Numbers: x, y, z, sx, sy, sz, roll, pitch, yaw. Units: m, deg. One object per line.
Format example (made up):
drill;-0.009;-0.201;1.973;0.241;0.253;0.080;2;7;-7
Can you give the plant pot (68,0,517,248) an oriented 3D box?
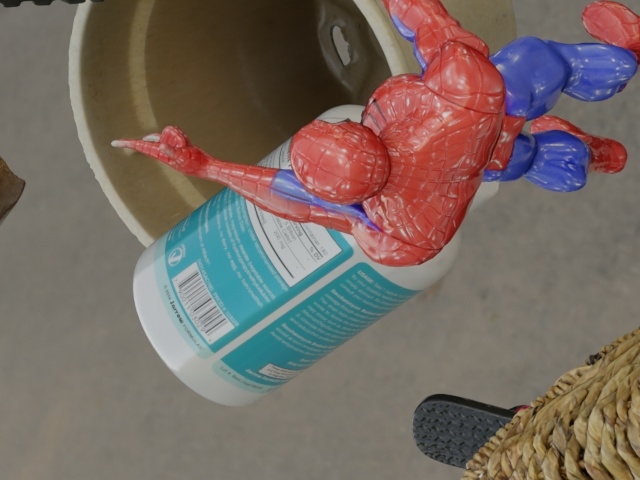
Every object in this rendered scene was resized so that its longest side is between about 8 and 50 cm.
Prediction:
plant pot;0.008;-0.150;1.441;0.305;0.334;0.334;-33;-14;-52

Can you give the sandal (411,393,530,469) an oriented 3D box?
sandal;0.149;0.137;1.117;0.040;0.179;0.067;-34;-46;-56

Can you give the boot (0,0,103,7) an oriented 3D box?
boot;-0.178;-0.280;1.006;0.131;0.348;0.260;41;133;38

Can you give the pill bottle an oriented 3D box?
pill bottle;0.000;0.000;1.207;0.264;0.146;0.146;-35;39;25

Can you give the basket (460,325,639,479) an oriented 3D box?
basket;0.273;0.186;1.047;0.223;0.299;0.213;-33;4;42

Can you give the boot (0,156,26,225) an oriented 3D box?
boot;-0.208;0.052;0.668;0.305;0.112;0.115;-38;10;45

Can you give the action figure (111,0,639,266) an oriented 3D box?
action figure;0.034;-0.060;0.645;0.280;0.139;0.091;-24;-42;-63
